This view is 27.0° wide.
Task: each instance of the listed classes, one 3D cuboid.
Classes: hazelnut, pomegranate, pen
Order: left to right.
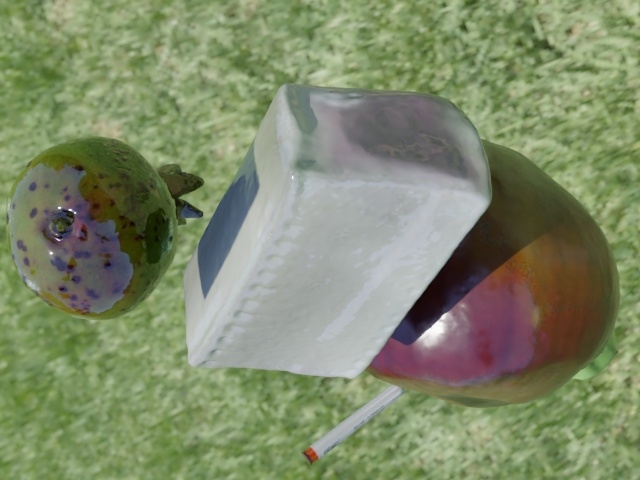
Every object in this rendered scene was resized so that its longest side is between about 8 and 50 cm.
[{"bbox_3d":[-0.260,-0.009,1.708,0.231,0.286,0.230,-7,79,39],"label":"pomegranate"},{"bbox_3d":[0.061,0.268,2.029,0.026,0.218,0.026,46,158,25],"label":"pen"},{"bbox_3d":[0.211,0.056,1.716,0.359,0.359,0.409,62,-177,4],"label":"hazelnut"}]

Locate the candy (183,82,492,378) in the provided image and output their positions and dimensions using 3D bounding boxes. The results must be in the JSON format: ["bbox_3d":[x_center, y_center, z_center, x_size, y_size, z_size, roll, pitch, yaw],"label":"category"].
[{"bbox_3d":[0.002,-0.001,1.369,0.358,0.208,0.145,121,148,-46],"label":"candy"}]

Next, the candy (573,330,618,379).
[{"bbox_3d":[0.337,0.079,2.079,0.343,0.132,0.142,45,169,-28],"label":"candy"}]
